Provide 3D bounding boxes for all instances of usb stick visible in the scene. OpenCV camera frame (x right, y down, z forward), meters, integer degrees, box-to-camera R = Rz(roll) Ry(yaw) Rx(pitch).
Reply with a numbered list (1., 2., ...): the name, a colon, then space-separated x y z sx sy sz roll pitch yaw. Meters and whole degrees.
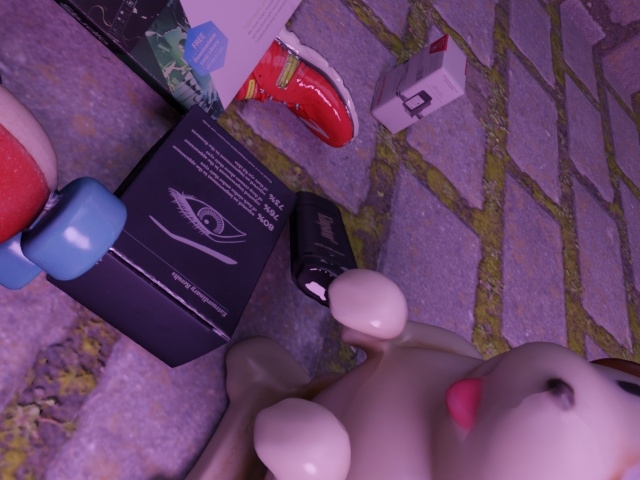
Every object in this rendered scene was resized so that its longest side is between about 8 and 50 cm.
1. usb stick: 0.000 0.000 0.676 0.077 0.045 0.278 31 14 -12

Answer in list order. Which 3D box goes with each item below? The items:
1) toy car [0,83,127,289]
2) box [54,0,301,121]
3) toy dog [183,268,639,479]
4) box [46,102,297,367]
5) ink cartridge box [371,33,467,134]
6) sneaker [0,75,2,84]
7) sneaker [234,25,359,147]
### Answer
1. toy car: -0.296 0.008 0.376 0.219 0.210 0.238 45 55 -31
2. box: -0.169 -0.307 0.630 0.322 0.058 0.232 41 77 -42
3. toy dog: 0.088 0.217 0.463 0.395 0.408 0.284 54 42 -7
4. box: -0.136 -0.007 0.596 0.153 0.108 0.207 43 44 -19
5. ink cartridge box: 0.168 -0.264 1.020 0.063 0.150 0.109 40 44 -27
6. sneaker: -0.346 -0.241 0.539 0.226 0.086 0.163 44 46 -16
7. sneaker: -0.068 -0.218 0.819 0.279 0.107 0.118 44 62 -13
